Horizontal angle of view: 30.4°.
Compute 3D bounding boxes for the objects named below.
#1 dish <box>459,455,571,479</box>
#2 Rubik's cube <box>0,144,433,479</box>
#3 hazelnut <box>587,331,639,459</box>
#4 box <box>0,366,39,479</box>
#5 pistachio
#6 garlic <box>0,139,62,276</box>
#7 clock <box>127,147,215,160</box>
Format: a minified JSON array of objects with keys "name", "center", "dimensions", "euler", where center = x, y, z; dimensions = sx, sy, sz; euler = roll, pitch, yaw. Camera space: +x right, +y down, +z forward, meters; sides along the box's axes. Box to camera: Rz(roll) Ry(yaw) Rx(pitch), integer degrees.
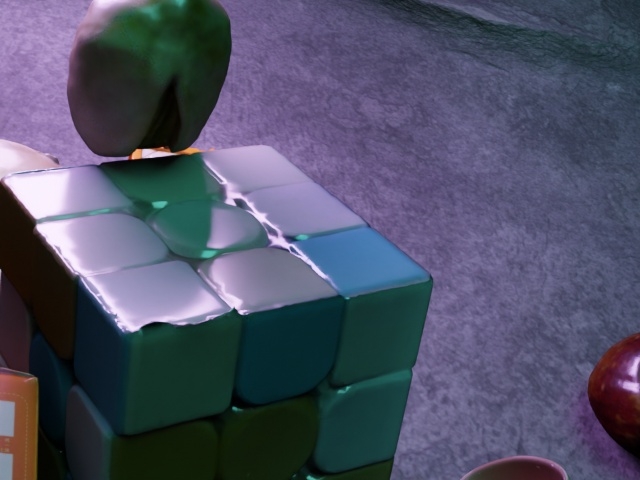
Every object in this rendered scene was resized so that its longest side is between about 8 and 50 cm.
[{"name":"dish","center":[0.233,0.366,1.415],"dimensions":[0.090,0.213,0.213],"euler":[47,35,-26]},{"name":"Rubik's cube","center":[-0.134,0.127,1.267],"dimensions":[0.346,0.344,0.346],"euler":[-7,32,-31]},{"name":"hazelnut","center":[0.496,0.206,1.644],"dimensions":[0.233,0.218,0.218],"euler":[17,42,-8]},{"name":"box","center":[-0.359,0.313,1.122],"dimensions":[0.143,0.225,0.341],"euler":[8,45,-21]},{"name":"pistachio","center":[-0.190,-0.190,1.268],"dimensions":[0.166,0.288,0.197],"euler":[-1,73,-21]},{"name":"garlic","center":[-0.408,0.015,1.441],"dimensions":[0.313,0.286,0.249],"euler":[-7,6,-38]},{"name":"clock","center":[-0.186,-0.040,1.647],"dimensions":[0.255,0.106,0.220],"euler":[40,44,17]}]
